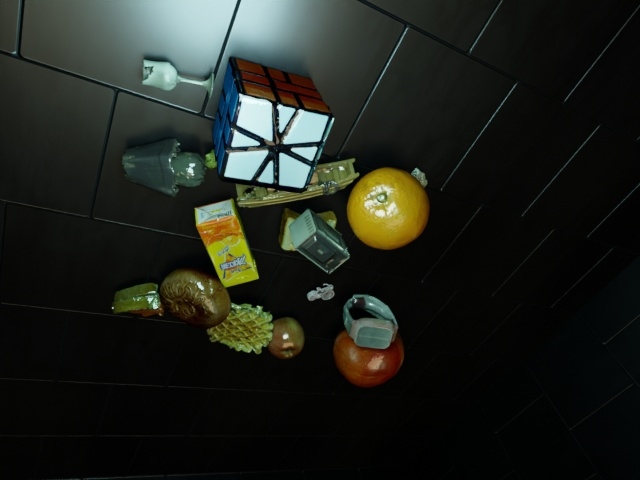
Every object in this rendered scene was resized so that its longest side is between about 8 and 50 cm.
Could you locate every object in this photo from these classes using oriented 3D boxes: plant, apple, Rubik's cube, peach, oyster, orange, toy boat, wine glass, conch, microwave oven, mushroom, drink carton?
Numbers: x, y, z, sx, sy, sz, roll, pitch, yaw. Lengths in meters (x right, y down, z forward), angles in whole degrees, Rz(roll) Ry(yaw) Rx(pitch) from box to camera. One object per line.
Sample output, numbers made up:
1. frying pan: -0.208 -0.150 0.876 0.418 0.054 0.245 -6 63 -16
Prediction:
1. plant: -0.498 -0.237 1.454 0.256 0.141 0.164 7 129 -8
2. apple: -0.168 0.468 2.156 0.188 0.173 0.188 -10 131 -12
3. Rubik's cube: -0.157 -0.342 1.369 0.294 0.283 0.288 7 127 -21
4. peach: 0.240 0.573 2.296 0.373 0.290 0.372 -7 124 -11
5. oyster: 0.393 -0.234 1.801 0.100 0.037 0.098 16 124 -29
6. orange: 0.249 -0.119 1.679 0.312 0.312 0.312 -9 132 -10
7. toy boat: -0.087 -0.220 1.597 0.446 0.135 0.162 -10 157 -11
8. wine glass: -0.415 -0.471 1.311 0.196 0.079 0.079 3 129 -22
9. conch: -0.335 -0.271 1.514 0.089 0.074 0.121 -3 170 35
10. microwave oven: 0.000 0.000 1.714 0.129 0.163 0.205 -41 128 15
11. mushroom: -0.506 0.238 1.818 0.297 0.163 0.278 23 138 5
12. drink carton: -0.359 0.020 1.745 0.155 0.111 0.351 -15 134 -4

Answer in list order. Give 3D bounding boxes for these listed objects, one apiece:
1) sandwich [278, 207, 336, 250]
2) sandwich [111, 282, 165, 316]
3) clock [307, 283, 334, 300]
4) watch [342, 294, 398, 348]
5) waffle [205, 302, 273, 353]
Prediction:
1. sandwich: -0.055 -0.039 1.817 0.215 0.065 0.186 -1 131 -18
2. sandwich: -0.736 0.251 1.843 0.185 0.109 0.160 -7 159 -8
3. clock: 0.003 0.244 2.102 0.129 0.041 0.087 -6 136 -19
4. watch: 0.230 0.372 2.146 0.254 0.241 0.161 8 126 -2
5. waffle: -0.369 0.394 2.062 0.317 0.073 0.297 14 126 -6
